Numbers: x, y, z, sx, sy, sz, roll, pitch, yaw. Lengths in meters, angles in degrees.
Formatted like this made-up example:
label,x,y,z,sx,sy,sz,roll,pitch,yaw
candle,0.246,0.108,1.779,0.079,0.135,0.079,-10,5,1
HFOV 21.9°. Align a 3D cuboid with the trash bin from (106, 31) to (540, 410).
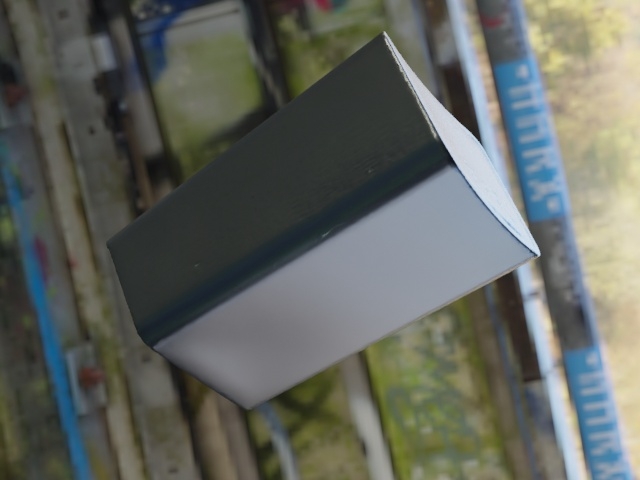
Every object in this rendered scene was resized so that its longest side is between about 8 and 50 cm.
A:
label,x,y,z,sx,sy,sz,roll,pitch,yaw
trash bin,0.000,0.000,1.066,0.165,0.225,0.115,41,19,-54
